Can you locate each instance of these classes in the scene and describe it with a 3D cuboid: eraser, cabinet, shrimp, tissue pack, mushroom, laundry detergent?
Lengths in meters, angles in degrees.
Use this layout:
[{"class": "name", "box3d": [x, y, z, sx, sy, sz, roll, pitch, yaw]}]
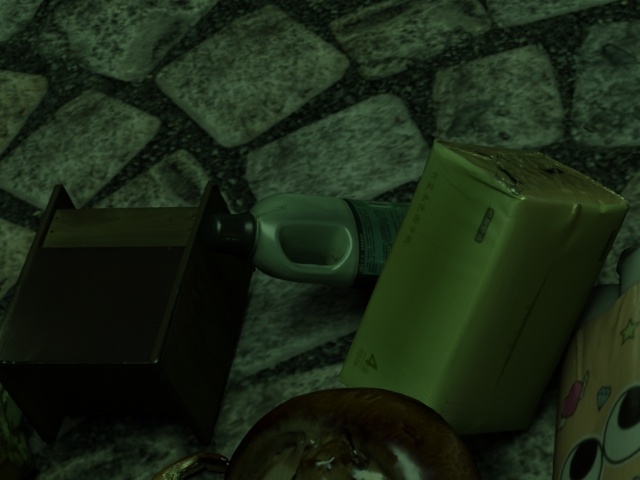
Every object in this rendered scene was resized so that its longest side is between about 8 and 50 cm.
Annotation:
[{"class": "eraser", "box3d": [0.257, 0.151, 1.418, 0.171, 0.087, 0.290, -46, 23, 44]}, {"class": "cabinet", "box3d": [-0.181, 0.071, 1.653, 0.175, 0.148, 0.215, -1, 51, 19]}, {"class": "shrimp", "box3d": [-0.107, 0.235, 1.550, 0.091, 0.025, 0.127, -31, 42, -12]}, {"class": "tissue pack", "box3d": [0.138, 0.041, 1.469, 0.125, 0.159, 0.234, 35, 111, 38]}, {"class": "mushroom", "box3d": [0.030, 0.234, 1.367, 0.253, 0.253, 0.153, 24, 17, 37]}, {"class": "laundry detergent", "box3d": [0.000, 0.000, 1.628, 0.226, 0.070, 0.099, 5, 53, -25]}]

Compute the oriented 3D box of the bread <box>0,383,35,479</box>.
[{"class": "bread", "box3d": [-0.408, 0.187, 1.594, 0.252, 0.196, 0.238, -22, 46, 4]}]
